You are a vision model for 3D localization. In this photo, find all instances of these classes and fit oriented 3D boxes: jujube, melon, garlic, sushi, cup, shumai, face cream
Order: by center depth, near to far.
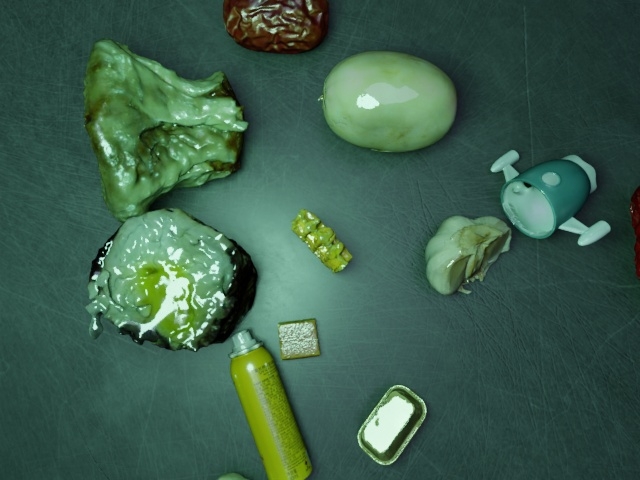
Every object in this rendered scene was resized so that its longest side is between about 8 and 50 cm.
[{"bbox_3d":[-0.300,0.088,1.012,0.299,0.294,0.281,15,84,1],"label":"sushi"},{"bbox_3d":[-0.328,-0.237,1.052,0.323,0.324,0.398,-7,86,-18],"label":"shumai"},{"bbox_3d":[-0.125,0.374,1.085,0.105,0.105,0.349,-21,86,-3],"label":"face cream"},{"bbox_3d":[0.153,-0.318,1.095,0.316,0.223,0.223,5,85,1],"label":"melon"},{"bbox_3d":[0.327,0.024,1.118,0.229,0.178,0.143,-35,55,-21],"label":"garlic"},{"bbox_3d":[0.548,-0.115,1.120,0.173,0.167,0.300,-32,61,-12],"label":"cup"},{"bbox_3d":[-0.103,-0.537,1.135,0.250,0.174,0.174,3,85,7],"label":"jujube"}]

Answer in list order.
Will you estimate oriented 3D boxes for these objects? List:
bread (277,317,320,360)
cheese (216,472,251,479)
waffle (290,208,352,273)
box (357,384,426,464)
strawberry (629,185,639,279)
[{"bbox_3d":[-0.052,0.236,1.133,0.094,0.035,0.090,-6,86,-2],"label":"bread"},{"bbox_3d":[-0.128,0.731,1.040,0.351,0.129,0.328,23,83,3],"label":"cheese"},{"bbox_3d":[0.000,0.000,1.068,0.055,0.211,0.160,-44,87,-5],"label":"waffle"},{"bbox_3d":[0.164,0.423,1.095,0.111,0.111,0.177,39,81,2],"label":"box"},{"bbox_3d":[0.858,0.002,1.063,0.295,0.317,0.345,-28,68,27],"label":"strawberry"}]
